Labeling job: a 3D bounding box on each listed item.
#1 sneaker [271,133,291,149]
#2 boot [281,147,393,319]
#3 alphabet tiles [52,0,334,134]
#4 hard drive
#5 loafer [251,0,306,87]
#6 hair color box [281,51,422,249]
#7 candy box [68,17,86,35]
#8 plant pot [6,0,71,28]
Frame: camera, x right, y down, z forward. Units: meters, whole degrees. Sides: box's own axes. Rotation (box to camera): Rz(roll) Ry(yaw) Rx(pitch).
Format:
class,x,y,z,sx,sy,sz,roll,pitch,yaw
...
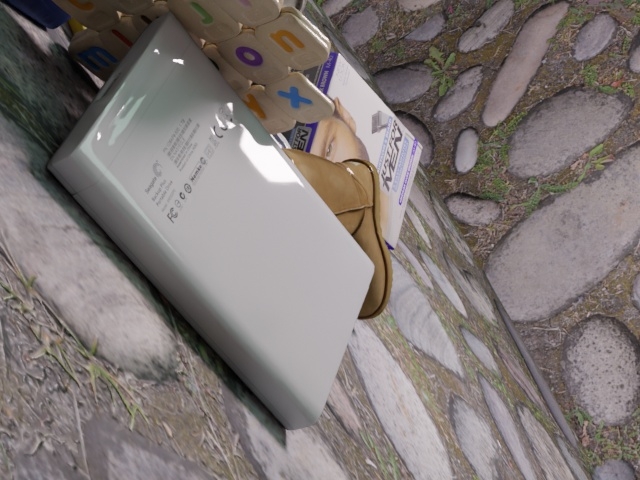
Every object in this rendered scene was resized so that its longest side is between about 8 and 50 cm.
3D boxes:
class,x,y,z,sx,sy,sz,roll,pitch,yaw
sneaker,-0.118,-0.145,1.614,0.226,0.086,0.163,60,15,5
boot,0.000,0.000,1.643,0.269,0.089,0.236,-9,92,-66
alphabet tiles,-0.127,-0.195,1.280,0.278,0.284,0.021,38,57,-33
hard drive,-0.088,-0.018,1.222,0.353,0.047,0.233,50,39,-24
loafer,-0.078,-0.296,1.723,0.112,0.319,0.111,10,38,-13
hair color box,0.031,-0.130,1.912,0.339,0.110,0.185,37,65,-56
candy box,-0.258,-0.285,1.472,0.105,0.027,0.206,13,39,-40
plant pot,-0.288,-0.391,1.260,0.236,0.212,0.236,61,11,26
